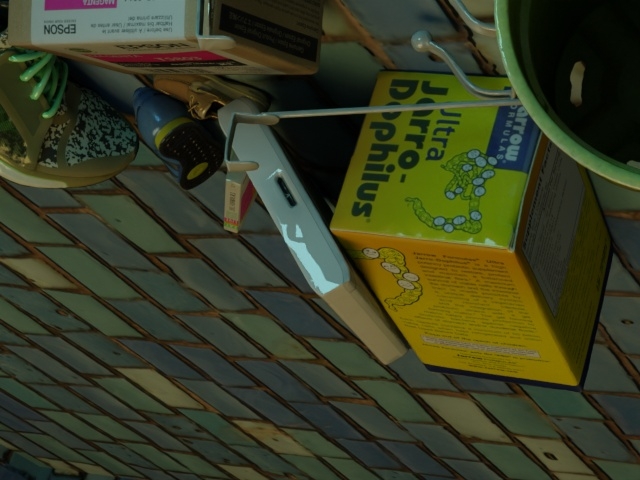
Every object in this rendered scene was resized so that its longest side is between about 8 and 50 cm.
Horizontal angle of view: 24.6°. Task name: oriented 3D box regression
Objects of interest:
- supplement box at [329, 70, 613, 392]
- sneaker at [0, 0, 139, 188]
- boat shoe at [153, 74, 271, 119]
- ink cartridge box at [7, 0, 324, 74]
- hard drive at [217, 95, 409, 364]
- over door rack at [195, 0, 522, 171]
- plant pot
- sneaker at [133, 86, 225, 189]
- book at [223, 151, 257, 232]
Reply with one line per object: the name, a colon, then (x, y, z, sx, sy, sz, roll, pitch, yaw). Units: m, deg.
supplement box: (0.176, -0.002, 1.576, 0.195, 0.194, 0.356, 6, 154, 25)
sneaker: (-0.342, -0.191, 1.603, 0.182, 0.158, 0.410, -28, 138, 36)
boat shoe: (-0.125, -0.157, 1.625, 0.135, 0.045, 0.050, 16, 157, 4)
ink cartridge box: (-0.144, -0.211, 1.377, 0.234, 0.088, 0.193, 4, 179, 31)
hard drive: (0.000, 0.000, 1.629, 0.047, 0.233, 0.353, -31, 160, 2)
over door rack: (0.055, -0.187, 1.270, 0.324, 0.108, 0.239, -13, 155, -1)
plant pot: (0.272, -0.144, 1.123, 0.276, 0.276, 0.254, 13, 172, 9)
sneaker: (-0.170, -0.124, 1.729, 0.082, 0.069, 0.209, 49, 177, 18)
book: (-0.088, -0.078, 1.712, 0.035, 0.096, 0.144, 17, 157, 2)
